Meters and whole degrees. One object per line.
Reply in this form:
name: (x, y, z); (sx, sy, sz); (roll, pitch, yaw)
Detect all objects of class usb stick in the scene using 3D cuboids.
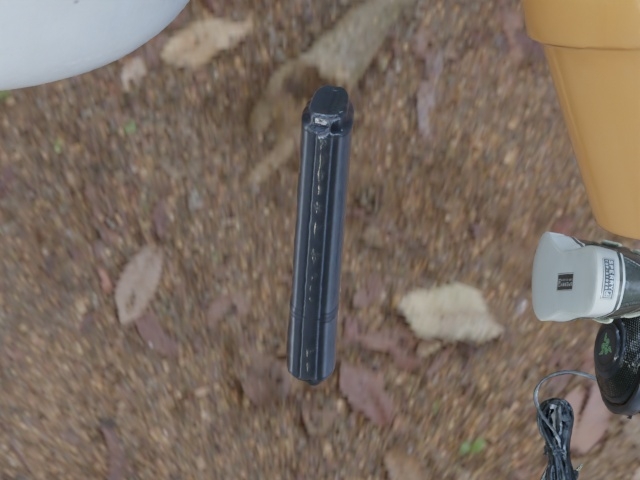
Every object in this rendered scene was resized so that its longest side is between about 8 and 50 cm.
usb stick: (0.000, 0.000, 1.594); (0.045, 0.278, 0.077); (8, 33, 7)

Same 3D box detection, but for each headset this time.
headset: (0.372, 0.157, 1.862); (0.243, 0.394, 0.185); (21, 61, -36)

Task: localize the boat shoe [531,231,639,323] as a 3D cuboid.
boat shoe: (0.234, 0.037, 1.567); (0.070, 0.219, 0.077); (6, 93, -10)

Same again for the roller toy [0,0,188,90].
roller toy: (-0.108, -0.145, 0.482); (0.191, 0.146, 0.209); (10, 38, -14)

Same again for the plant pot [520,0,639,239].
plant pot: (0.290, -0.115, 1.321); (0.291, 0.291, 0.203); (-4, 102, -1)
